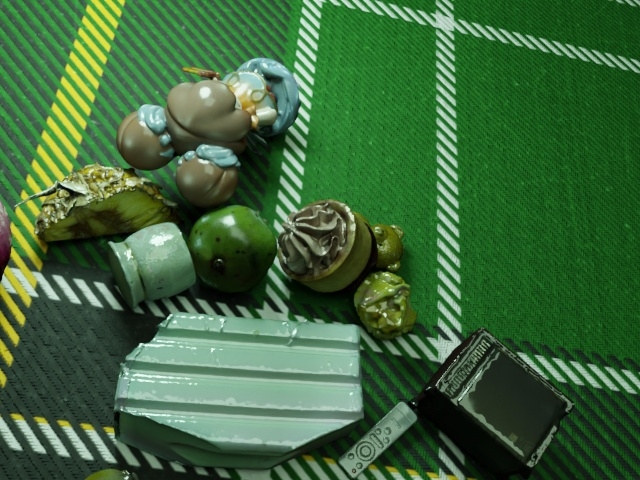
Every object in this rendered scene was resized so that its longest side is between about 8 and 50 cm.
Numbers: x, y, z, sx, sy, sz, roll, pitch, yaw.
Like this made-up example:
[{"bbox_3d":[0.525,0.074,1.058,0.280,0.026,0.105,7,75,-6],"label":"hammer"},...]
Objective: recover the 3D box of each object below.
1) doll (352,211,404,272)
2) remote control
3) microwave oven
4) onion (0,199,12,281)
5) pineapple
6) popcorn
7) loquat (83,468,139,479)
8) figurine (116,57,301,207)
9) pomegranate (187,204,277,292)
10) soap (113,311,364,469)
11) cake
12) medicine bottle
[{"bbox_3d":[0.085,-0.005,1.719,0.210,0.097,0.137,13,62,0],"label":"doll"},{"bbox_3d":[0.112,0.392,1.521,0.184,0.027,0.050,-36,72,-25],"label":"remote control"},{"bbox_3d":[0.329,0.327,1.524,0.247,0.188,0.178,41,64,7],"label":"microwave oven"},{"bbox_3d":[-0.759,0.001,1.380,0.358,0.345,0.358,-9,65,19],"label":"onion"},{"bbox_3d":[-0.454,-0.106,1.602,0.335,0.158,0.161,-10,62,-19],"label":"pineapple"},{"bbox_3d":[0.135,0.136,1.634,0.126,0.126,0.145,-11,77,8],"label":"popcorn"},{"bbox_3d":[-0.363,0.472,1.281,0.152,0.152,0.195,31,69,6],"label":"loquat"},{"bbox_3d":[-0.225,-0.256,1.674,0.277,0.248,0.388,29,27,10],"label":"figurine"},{"bbox_3d":[-0.172,0.006,1.607,0.187,0.187,0.225,31,29,6],"label":"pomegranate"},{"bbox_3d":[-0.148,0.282,1.442,0.446,0.156,0.261,5,58,-12],"label":"soap"},{"bbox_3d":[0.000,0.000,1.601,0.208,0.178,0.185,5,71,27],"label":"cake"},{"bbox_3d":[-0.339,0.050,1.543,0.143,0.147,0.147,-22,67,-22],"label":"medicine bottle"}]
